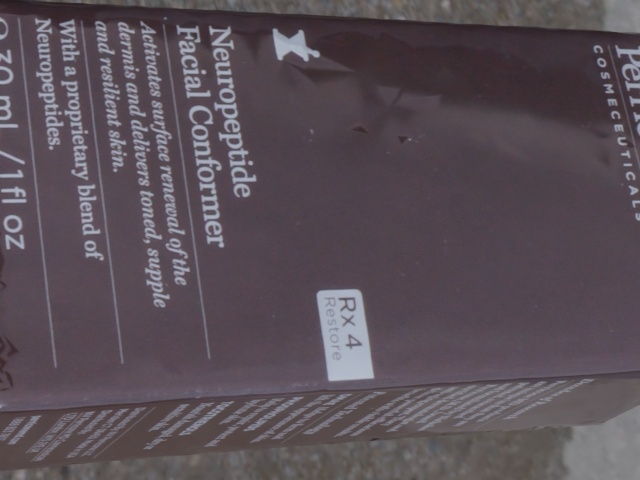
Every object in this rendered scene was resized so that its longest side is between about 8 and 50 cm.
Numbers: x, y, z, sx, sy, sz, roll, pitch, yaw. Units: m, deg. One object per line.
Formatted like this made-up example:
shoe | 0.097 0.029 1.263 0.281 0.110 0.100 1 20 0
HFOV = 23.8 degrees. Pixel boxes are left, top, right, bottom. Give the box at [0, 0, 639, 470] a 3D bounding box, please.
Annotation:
box | 0.000 0.000 0.756 0.381 0.191 0.143 -1 161 -27
